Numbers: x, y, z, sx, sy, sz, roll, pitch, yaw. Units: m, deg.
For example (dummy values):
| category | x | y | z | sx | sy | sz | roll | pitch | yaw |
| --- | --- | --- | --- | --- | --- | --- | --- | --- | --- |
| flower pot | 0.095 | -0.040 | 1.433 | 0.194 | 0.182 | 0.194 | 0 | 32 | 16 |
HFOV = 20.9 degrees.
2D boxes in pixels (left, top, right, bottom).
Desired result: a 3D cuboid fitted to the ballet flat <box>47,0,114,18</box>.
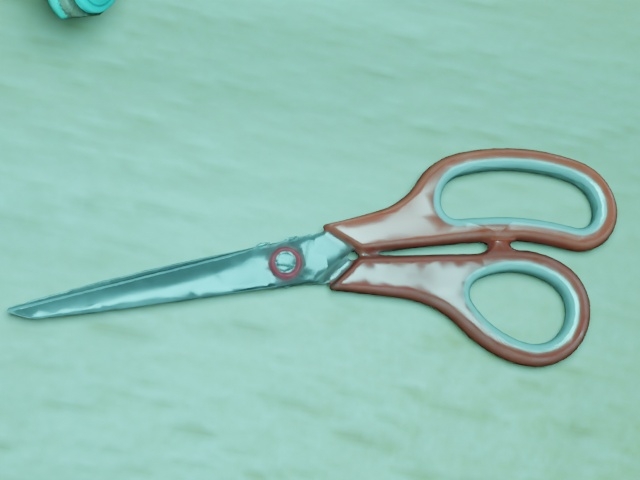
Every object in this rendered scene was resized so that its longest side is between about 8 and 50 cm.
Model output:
| category | x | y | z | sx | sy | sz | roll | pitch | yaw |
| --- | --- | --- | --- | --- | --- | --- | --- | --- | --- |
| ballet flat | -0.127 | -0.224 | 0.852 | 0.087 | 0.083 | 0.247 | 5 | 79 | 19 |

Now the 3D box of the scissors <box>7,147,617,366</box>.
| category | x | y | z | sx | sy | sz | roll | pitch | yaw |
| --- | --- | --- | --- | --- | --- | --- | --- | --- | --- |
| scissors | 0.000 | 0.000 | 0.853 | 0.297 | 0.021 | 0.109 | 5 | 83 | -5 |
